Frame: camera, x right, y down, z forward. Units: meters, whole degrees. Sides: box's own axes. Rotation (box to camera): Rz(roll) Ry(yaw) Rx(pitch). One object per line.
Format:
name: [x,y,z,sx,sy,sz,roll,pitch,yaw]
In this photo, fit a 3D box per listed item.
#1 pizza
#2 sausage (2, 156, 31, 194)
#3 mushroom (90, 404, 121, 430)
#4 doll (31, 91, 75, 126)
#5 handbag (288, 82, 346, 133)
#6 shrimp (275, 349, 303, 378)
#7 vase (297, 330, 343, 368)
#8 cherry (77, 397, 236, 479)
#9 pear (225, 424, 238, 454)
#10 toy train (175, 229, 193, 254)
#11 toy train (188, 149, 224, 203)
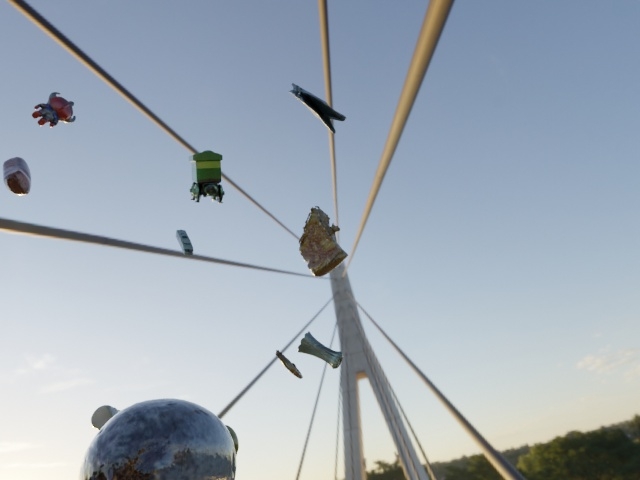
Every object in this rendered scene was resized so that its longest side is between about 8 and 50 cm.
pizza: [0.000,0.000,1.855,0.071,0.297,0.189,21,-57,-43]
sausage: [-1.062,-0.223,1.726,0.083,0.300,0.089,-19,-61,-23]
mushroom: [-0.660,0.580,1.592,0.092,0.081,0.223,9,-24,7]
doll: [-0.881,-0.432,1.648,0.104,0.195,0.062,41,-62,-15]
handbag: [-0.016,-0.397,1.446,0.144,0.221,0.057,32,-76,-26]
shrimp: [-0.094,0.367,1.470,0.023,0.114,0.083,-44,-3,-4]
vase: [0.004,0.379,1.684,0.148,0.081,0.081,25,-21,18]
cherry: [-0.268,0.383,0.831,0.254,0.218,0.296,9,-36,-12]
pear: [-0.326,0.683,1.653,0.107,0.131,0.107,-21,-22,-9]
toy train: [-0.587,0.009,2.138,0.043,0.207,0.047,1,-66,-27]
toy train: [-0.456,-0.251,1.961,0.120,0.203,0.301,-3,8,-18]
